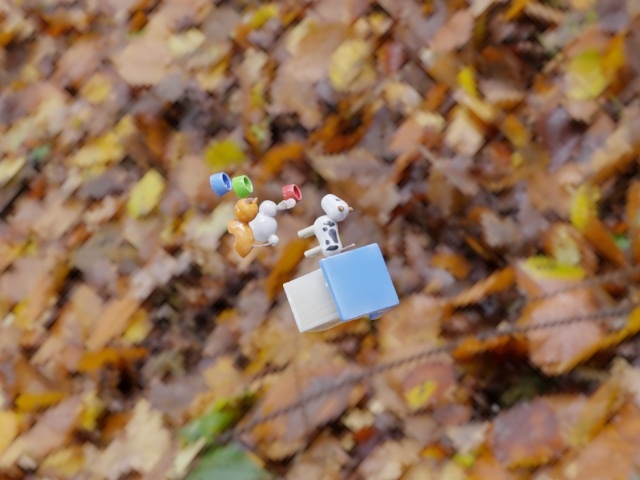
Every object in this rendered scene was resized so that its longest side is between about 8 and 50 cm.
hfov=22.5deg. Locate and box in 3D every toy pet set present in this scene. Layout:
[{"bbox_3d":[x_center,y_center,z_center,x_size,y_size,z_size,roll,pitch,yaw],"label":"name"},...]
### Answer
[{"bbox_3d":[0.000,0.000,1.039,0.065,0.114,0.122,-24,-10,21],"label":"toy pet set"}]
